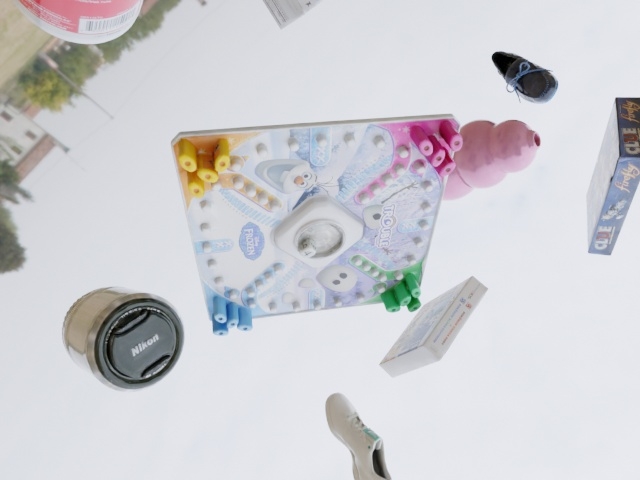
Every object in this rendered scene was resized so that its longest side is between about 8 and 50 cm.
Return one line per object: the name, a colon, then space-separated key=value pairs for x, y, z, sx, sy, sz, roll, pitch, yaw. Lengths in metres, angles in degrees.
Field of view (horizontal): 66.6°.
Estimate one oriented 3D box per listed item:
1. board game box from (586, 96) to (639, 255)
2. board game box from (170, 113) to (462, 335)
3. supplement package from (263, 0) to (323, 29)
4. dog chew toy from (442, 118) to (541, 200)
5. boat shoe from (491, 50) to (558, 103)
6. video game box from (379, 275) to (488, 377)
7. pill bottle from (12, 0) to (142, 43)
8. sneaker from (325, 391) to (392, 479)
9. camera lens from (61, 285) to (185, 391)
board game box: x=0.535 y=-0.111 z=0.890 sx=0.042 sy=0.243 sz=0.165 roll=7 pitch=-129 yaw=20
board game box: x=0.000 y=0.000 z=0.758 sx=0.390 sy=0.389 sz=0.050 roll=-6 pitch=-136 yaw=-8
supplement package: x=-0.063 y=-0.661 z=1.095 sx=0.204 sy=0.261 sz=0.145 roll=-42 pitch=-156 yaw=-15
dog chew toy: x=0.397 y=-0.218 z=1.261 sx=0.332 sy=0.207 sz=0.206 roll=-9 pitch=-132 yaw=49
boat shoe: x=0.539 y=-0.444 z=1.328 sx=0.109 sy=0.089 sz=0.258 roll=-63 pitch=-154 yaw=24
video game box: x=0.219 y=0.175 z=0.965 sx=0.187 sy=0.048 sz=0.205 roll=-43 pitch=174 yaw=-29
pill bottle: x=-0.352 y=-0.483 z=0.714 sx=0.408 sy=0.229 sz=0.229 roll=-13 pitch=-136 yaw=60
sneaker: x=0.085 y=0.402 z=0.995 sx=0.212 sy=0.080 sz=0.094 roll=62 pitch=-41 yaw=24
camera lens: x=-0.469 y=0.223 z=1.153 sx=0.274 sy=0.219 sz=0.219 roll=2 pitch=-125 yaw=48
